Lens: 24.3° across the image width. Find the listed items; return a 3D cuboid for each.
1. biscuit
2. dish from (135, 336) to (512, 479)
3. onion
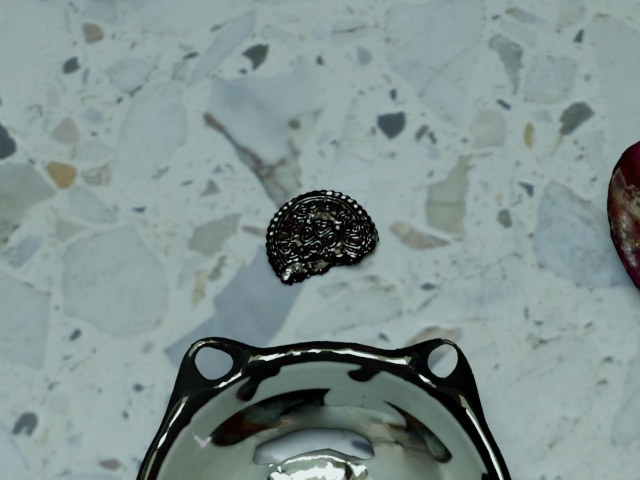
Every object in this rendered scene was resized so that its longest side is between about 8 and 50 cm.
[{"bbox_3d":[0.000,0.000,1.207,0.087,0.027,0.089,26,71,13],"label":"biscuit"},{"bbox_3d":[0.003,0.215,1.072,0.303,0.120,0.303,-1,68,2],"label":"dish"},{"bbox_3d":[0.317,-0.007,1.156,0.198,0.135,0.173,-14,41,-44],"label":"onion"}]
